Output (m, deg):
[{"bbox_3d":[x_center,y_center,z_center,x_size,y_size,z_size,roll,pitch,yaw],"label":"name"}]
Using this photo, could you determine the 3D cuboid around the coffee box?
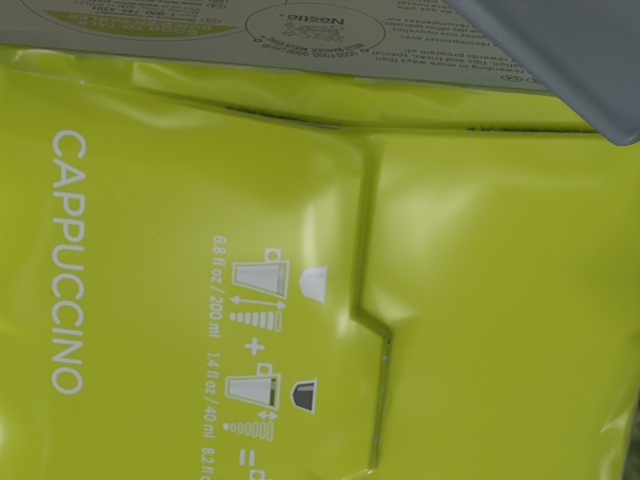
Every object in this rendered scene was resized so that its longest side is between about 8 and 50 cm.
[{"bbox_3d":[0.000,0.000,0.911,0.334,0.338,0.338,-82,-3,-63],"label":"coffee box"}]

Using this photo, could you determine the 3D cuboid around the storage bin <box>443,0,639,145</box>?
[{"bbox_3d":[0.070,-0.091,0.376,0.091,0.098,0.135,43,-151,-8],"label":"storage bin"}]
